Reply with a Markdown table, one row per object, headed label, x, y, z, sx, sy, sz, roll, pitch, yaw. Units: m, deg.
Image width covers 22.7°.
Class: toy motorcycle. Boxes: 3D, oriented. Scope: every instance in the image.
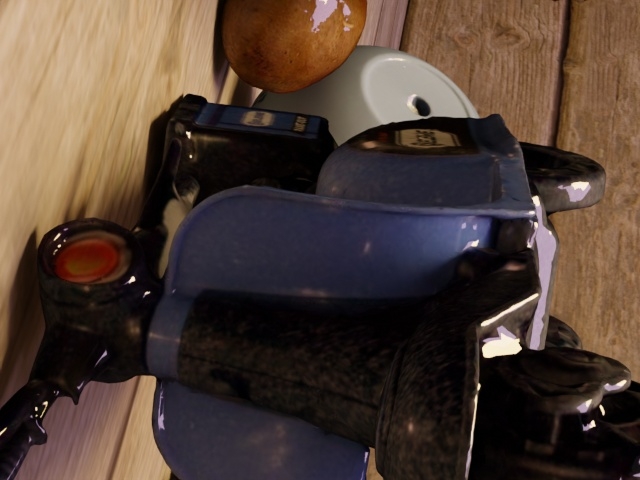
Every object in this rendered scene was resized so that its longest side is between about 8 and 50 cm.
| label | x | y | z | sx | sy | sz | roll | pitch | yaw |
| --- | --- | --- | --- | --- | --- | --- | --- | --- | --- |
| toy motorcycle | 0.007 | 0.022 | 0.595 | 0.358 | 0.213 | 0.125 | -82 | 178 | -77 |

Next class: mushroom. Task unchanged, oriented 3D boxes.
| label | x | y | z | sx | sy | sz | roll | pitch | yaw |
| --- | --- | --- | --- | --- | --- | --- | --- | --- | --- |
| mushroom | -0.010 | -0.127 | 0.873 | 0.129 | 0.073 | 0.088 | -65 | 158 | -75 |

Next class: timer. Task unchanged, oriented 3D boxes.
| label | x | y | z | sx | sy | sz | roll | pitch | yaw |
| --- | --- | --- | --- | --- | --- | --- | --- | --- | --- |
| timer | 0.021 | -0.002 | 0.990 | 0.175 | 0.175 | 0.255 | -77 | 175 | -47 |
